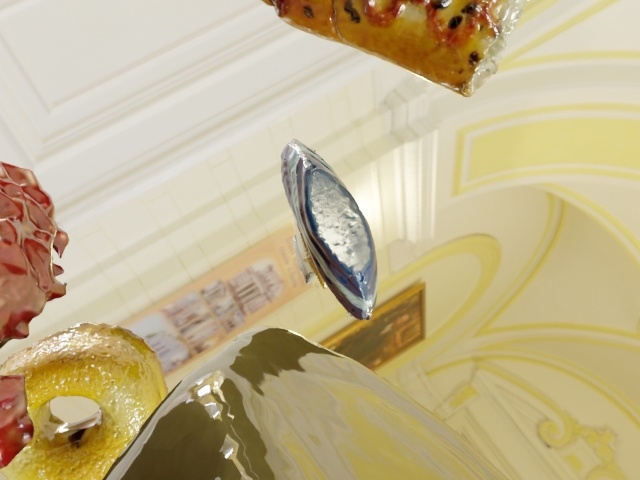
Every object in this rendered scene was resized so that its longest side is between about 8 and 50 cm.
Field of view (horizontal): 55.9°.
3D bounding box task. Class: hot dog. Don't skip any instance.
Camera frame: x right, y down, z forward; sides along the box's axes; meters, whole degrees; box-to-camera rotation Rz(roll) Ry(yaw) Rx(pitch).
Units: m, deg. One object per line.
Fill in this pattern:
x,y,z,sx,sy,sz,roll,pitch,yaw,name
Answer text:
0.077,-0.382,0.628,0.366,0.367,0.196,23,13,7,hot dog

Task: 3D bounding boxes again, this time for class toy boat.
0.000,0.000,0.742,0.291,0.067,0.220,121,-53,-78,toy boat

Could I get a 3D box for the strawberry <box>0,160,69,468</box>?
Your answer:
-0.274,0.049,0.297,0.258,0.261,0.261,26,10,-33,strawberry

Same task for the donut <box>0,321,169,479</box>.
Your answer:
-0.258,0.181,0.631,0.074,0.190,0.174,-134,-141,-74,donut

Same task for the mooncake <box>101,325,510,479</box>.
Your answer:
0.022,0.240,0.405,0.378,0.200,0.378,36,5,-4,mooncake
